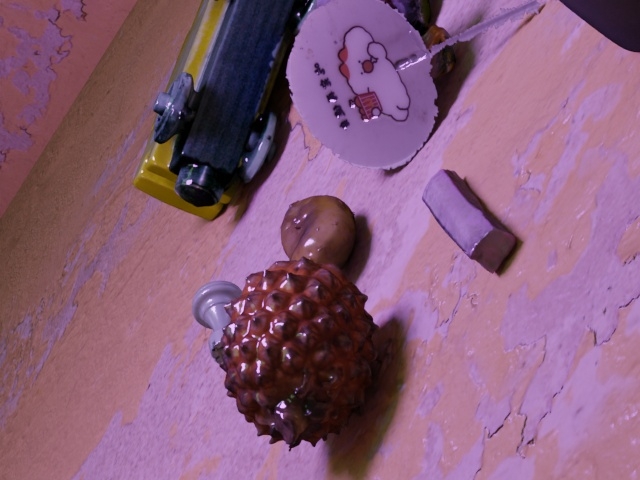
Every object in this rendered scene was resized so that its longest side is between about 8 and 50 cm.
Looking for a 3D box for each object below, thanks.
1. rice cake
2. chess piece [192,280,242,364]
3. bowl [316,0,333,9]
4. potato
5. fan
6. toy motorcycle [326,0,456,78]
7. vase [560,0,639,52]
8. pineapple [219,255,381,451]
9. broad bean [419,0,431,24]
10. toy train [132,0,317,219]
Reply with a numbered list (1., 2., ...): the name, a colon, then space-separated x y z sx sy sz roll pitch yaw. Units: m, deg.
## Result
1. rice cake: 0.131 -0.022 1.549 0.047 0.036 0.207 -48 19 6
2. chess piece: -0.117 0.102 2.038 0.067 0.067 0.103 -54 28 26
3. bowl: 0.050 -0.298 2.095 0.189 0.086 0.189 -54 19 28
4. potato: 0.000 0.000 1.829 0.091 0.070 0.138 -52 21 16
5. fan: 0.096 -0.187 1.759 0.329 0.191 0.009 -23 3 39
6. toy motorcycle: 0.071 -0.188 1.853 0.094 0.130 0.229 -48 -8 -37
7. vase: 0.171 -0.294 1.350 0.173 0.321 0.173 -54 19 29
8. pineapple: -0.022 0.118 1.591 0.166 0.166 0.193 -50 21 35
9. broad bean: 0.115 -0.296 1.973 0.061 0.046 0.195 -41 26 55
10. toy train: -0.129 -0.234 2.387 0.272 0.179 0.442 -39 30 65
